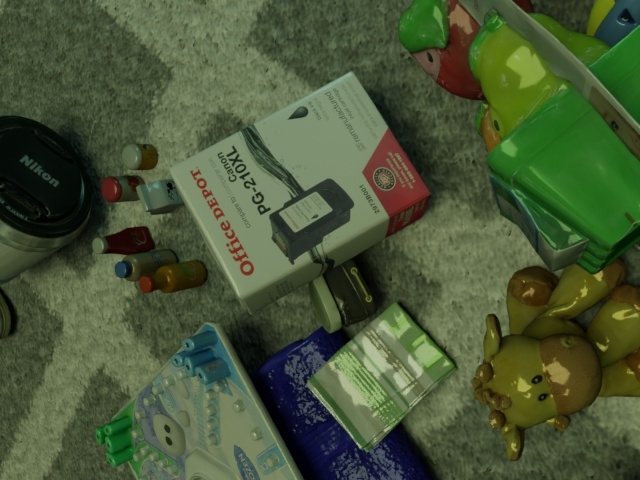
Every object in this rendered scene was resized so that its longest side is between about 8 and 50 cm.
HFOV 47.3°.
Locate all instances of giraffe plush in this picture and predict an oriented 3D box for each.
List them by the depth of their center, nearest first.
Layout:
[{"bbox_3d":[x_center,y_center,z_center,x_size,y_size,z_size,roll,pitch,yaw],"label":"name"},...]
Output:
[{"bbox_3d":[0.222,0.117,0.718,0.210,0.170,0.181,-44,73,29],"label":"giraffe plush"}]

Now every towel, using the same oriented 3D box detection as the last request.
[{"bbox_3d":[0.071,0.162,0.873,0.152,0.023,0.113,-43,76,3],"label":"towel"},{"bbox_3d":[0.008,0.286,0.935,0.227,0.076,0.308,-42,73,30],"label":"towel"}]

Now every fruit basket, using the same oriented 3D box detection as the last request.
[{"bbox_3d":[0.160,-0.131,0.642,0.165,0.327,0.353,-46,72,5],"label":"fruit basket"}]

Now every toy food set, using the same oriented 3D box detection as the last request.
[{"bbox_3d":[-0.266,-0.025,1.056,0.111,0.104,0.232,-25,83,33],"label":"toy food set"}]

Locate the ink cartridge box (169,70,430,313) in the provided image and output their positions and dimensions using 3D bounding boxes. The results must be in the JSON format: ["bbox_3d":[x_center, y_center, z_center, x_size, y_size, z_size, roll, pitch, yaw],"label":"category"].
[{"bbox_3d":[-0.024,-0.052,0.828,0.237,0.100,0.172,-29,77,-7],"label":"ink cartridge box"}]

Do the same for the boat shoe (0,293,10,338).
[{"bbox_3d":[-0.695,0.098,1.351,0.302,0.103,0.113,30,112,26],"label":"boat shoe"}]

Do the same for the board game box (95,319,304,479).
[{"bbox_3d":[-0.158,0.363,1.015,0.390,0.050,0.390,-44,71,42],"label":"board game box"}]

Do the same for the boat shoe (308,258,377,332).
[{"bbox_3d":[0.000,0.000,0.912,0.081,0.069,0.227,108,142,-69],"label":"boat shoe"}]

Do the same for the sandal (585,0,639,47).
[{"bbox_3d":[0.371,-0.240,0.599,0.317,0.126,0.138,-36,83,26],"label":"sandal"}]

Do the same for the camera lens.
[{"bbox_3d":[-0.513,-0.051,1.145,0.274,0.219,0.219,-26,82,33],"label":"camera lens"}]
